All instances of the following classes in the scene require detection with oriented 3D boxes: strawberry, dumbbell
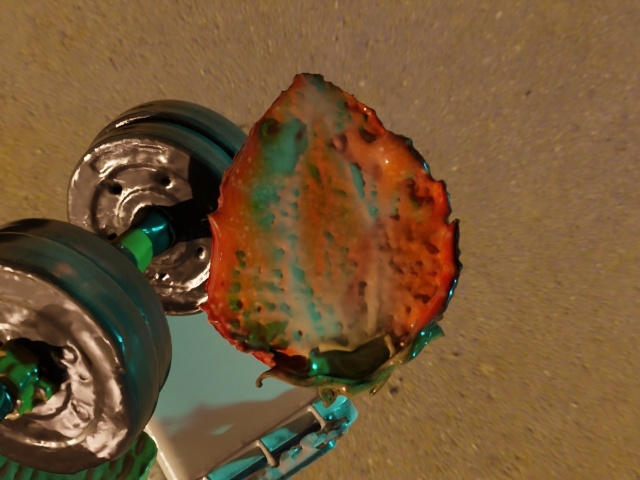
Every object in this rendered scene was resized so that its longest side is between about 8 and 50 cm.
[{"bbox_3d":[0.000,0.000,0.628,0.146,0.082,0.187,-7,83,-9],"label":"strawberry"},{"bbox_3d":[-0.159,0.024,0.861,0.185,0.388,0.185,10,122,16],"label":"dumbbell"}]

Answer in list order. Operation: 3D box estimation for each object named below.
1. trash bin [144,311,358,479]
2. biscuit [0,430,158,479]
[{"bbox_3d":[-0.147,0.116,1.267,0.256,0.296,0.368,-31,96,-10],"label":"trash bin"},{"bbox_3d":[-0.248,0.222,0.835,0.172,0.029,0.254,20,45,10],"label":"biscuit"}]
